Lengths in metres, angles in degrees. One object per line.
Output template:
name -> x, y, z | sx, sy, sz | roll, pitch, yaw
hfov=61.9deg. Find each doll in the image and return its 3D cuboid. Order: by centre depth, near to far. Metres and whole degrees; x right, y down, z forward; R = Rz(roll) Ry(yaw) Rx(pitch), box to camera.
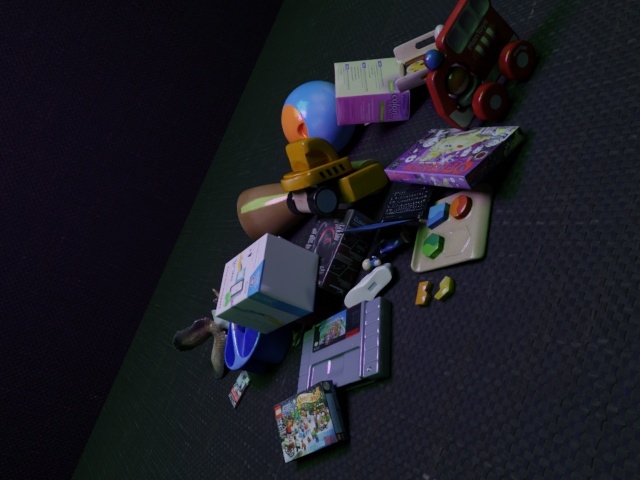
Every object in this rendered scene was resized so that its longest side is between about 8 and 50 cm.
doll -> 0.185, 0.031, 1.547 | 0.189, 0.046, 0.129 | -42, 14, 38

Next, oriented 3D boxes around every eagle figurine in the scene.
eagle figurine -> -0.427, 0.386, 2.144 | 0.298, 0.225, 0.226 | -53, 38, -4

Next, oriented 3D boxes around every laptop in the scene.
laptop -> 0.194, -0.116, 1.537 | 0.234, 0.136, 0.264 | -3, 63, 68

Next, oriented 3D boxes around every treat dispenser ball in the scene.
treat dispenser ball -> -0.006, -0.465, 2.048 | 0.288, 0.288, 0.288 | -40, 35, 36

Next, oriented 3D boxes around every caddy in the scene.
caddy -> -0.234, 0.303, 1.885 | 0.241, 0.179, 0.341 | -39, 36, 39

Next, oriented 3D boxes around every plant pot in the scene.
plant pot -> -0.157, -0.133, 2.124 | 0.254, 0.237, 0.237 | -18, 49, 33

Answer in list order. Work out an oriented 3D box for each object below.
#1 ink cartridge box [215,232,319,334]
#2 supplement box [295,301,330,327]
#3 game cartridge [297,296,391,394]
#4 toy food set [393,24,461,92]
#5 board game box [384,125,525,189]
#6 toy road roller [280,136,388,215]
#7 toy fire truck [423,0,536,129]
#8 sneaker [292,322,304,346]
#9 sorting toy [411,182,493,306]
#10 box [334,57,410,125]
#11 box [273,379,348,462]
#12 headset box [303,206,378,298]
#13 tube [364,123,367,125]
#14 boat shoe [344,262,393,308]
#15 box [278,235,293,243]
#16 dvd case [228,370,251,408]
ink cartridge box -> -0.167, 0.143, 1.659 | 0.270, 0.197, 0.198 | -33, 42, 46
supplement box -> -0.065, 0.223, 1.747 | 0.188, 0.104, 0.081 | 12, 77, 61
game cartridge -> 0.059, 0.313, 1.513 | 0.355, 0.068, 0.230 | -34, 44, 43
toy food set -> 0.333, -0.576, 1.648 | 0.220, 0.092, 0.306 | -18, 32, 19
board game box -> 0.343, -0.226, 1.424 | 0.208, 0.056, 0.347 | -45, 25, -13
toy road roller -> 0.029, -0.227, 1.709 | 0.329, 0.240, 0.202 | -24, 15, -26
toy fire truck -> 0.391, -0.464, 1.404 | 0.302, 0.254, 0.169 | -57, 28, 3
sneaker -> -0.083, 0.310, 1.774 | 0.031, 0.035, 0.083 | -8, 59, 58
sorting toy -> 0.318, 0.010, 1.352 | 0.229, 0.041, 0.307 | -19, 51, 53
box -> 0.172, -0.512, 1.828 | 0.117, 0.243, 0.213 | 81, -174, -48
box -> -0.033, 0.497, 1.460 | 0.233, 0.044, 0.159 | -39, 57, 38
headset box -> 0.047, 0.021, 1.725 | 0.218, 0.110, 0.293 | 8, 73, 61
tube -> 0.216, -0.549, 2.002 | 0.070, 0.062, 0.240 | 60, -139, -70
boat shoe -> 0.141, 0.129, 1.535 | 0.184, 0.066, 0.063 | -53, -4, 29
box -> -0.152, 0.073, 2.057 | 0.126, 0.072, 0.137 | -56, 28, 13
dvd case -> -0.296, 0.542, 1.958 | 0.119, 0.013, 0.087 | -62, 28, 3
